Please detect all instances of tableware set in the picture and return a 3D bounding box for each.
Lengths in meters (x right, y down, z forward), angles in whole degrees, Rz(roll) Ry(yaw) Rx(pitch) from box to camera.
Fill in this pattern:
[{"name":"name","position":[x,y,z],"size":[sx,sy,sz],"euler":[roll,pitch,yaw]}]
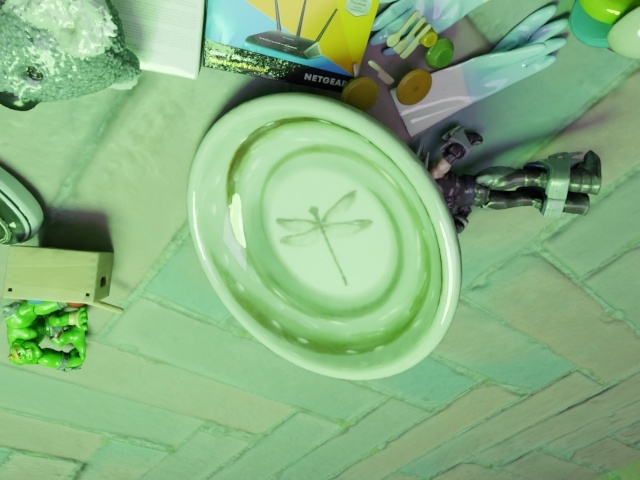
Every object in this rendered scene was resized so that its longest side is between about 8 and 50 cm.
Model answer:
[{"name":"tableware set","position":[0.085,-0.190,0.547],"size":[0.104,0.024,0.154],"euler":[21,122,-42]}]

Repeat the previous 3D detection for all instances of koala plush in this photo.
[{"name":"koala plush","position":[-0.269,-0.194,0.383],"size":[0.221,0.196,0.203],"euler":[16,88,-11]}]

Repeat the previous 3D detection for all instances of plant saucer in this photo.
[{"name":"plant saucer","position":[0.000,0.000,0.624],"size":[0.400,0.100,0.400],"euler":[15,121,26]}]

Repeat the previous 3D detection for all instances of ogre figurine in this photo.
[{"name":"ogre figurine","position":[-0.462,0.155,0.774],"size":[0.118,0.097,0.197],"euler":[-3,150,-30]}]

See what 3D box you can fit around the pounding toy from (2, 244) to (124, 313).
[{"name":"pounding toy","position":[-0.367,0.063,0.679],"size":[0.130,0.141,0.100],"euler":[6,87,-14]}]

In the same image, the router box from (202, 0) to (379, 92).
[{"name":"router box","position":[-0.034,-0.247,0.508],"size":[0.179,0.046,0.133],"euler":[5,130,-15]}]

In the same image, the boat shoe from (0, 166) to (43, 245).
[{"name":"boat shoe","position":[-0.515,-0.073,0.539],"size":[0.121,0.119,0.335],"euler":[-38,126,23]}]

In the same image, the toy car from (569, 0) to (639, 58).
[{"name":"toy car","position":[0.366,-0.271,0.506],"size":[0.182,0.159,0.136],"euler":[-12,168,1]}]

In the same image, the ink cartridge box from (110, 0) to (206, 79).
[{"name":"ink cartridge box","position":[-0.192,-0.273,0.475],"size":[0.145,0.045,0.179],"euler":[7,120,-14]}]

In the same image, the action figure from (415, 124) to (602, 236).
[{"name":"action figure","position":[0.240,-0.075,0.674],"size":[0.285,0.099,0.185],"euler":[0,140,11]}]

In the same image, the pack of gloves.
[{"name":"pack of gloves","position":[0.185,-0.244,0.548],"size":[0.232,0.046,0.195],"euler":[-26,131,14]}]
